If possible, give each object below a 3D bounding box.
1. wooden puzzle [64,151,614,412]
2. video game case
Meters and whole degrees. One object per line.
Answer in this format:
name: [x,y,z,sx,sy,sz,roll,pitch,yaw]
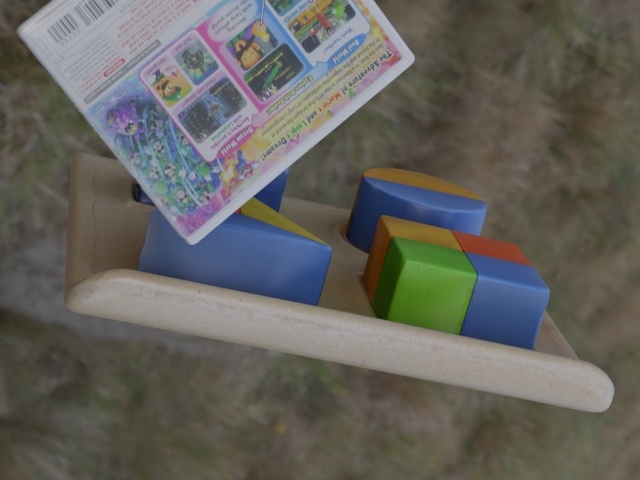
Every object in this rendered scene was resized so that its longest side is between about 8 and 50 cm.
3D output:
wooden puzzle: [0.000,0.000,1.103,0.348,0.322,0.080,-121,-137,-74]
video game case: [-0.052,-0.101,0.881,0.157,0.143,0.019,-40,-164,-8]
